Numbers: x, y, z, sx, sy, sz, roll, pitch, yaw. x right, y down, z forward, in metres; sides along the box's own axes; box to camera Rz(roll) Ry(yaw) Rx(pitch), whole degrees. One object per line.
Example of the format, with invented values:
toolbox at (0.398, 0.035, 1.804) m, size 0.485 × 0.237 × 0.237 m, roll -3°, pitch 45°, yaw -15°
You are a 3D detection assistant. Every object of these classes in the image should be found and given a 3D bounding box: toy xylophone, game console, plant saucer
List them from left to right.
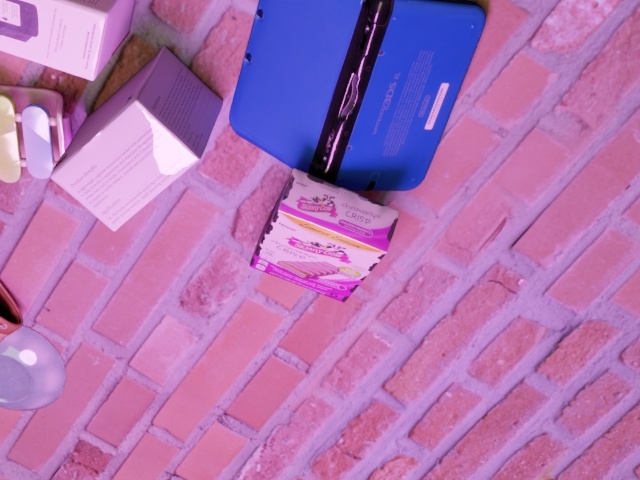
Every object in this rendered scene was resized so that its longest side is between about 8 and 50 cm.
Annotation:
toy xylophone at (-0.506, -0.185, 1.536) m, size 0.322 × 0.081 × 0.236 m, roll -2°, pitch 121°, yaw 9°
plant saucer at (-0.531, 0.225, 1.818) m, size 0.194 × 0.037 × 0.195 m, roll 4°, pitch 121°, yaw 6°
game console at (0.044, -0.231, 1.463) m, size 0.250 × 0.173 × 0.293 m, roll -1°, pitch 128°, yaw -28°

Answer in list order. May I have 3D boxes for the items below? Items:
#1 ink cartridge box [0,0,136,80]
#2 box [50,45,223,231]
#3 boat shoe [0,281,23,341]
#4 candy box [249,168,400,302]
ink cartridge box at (-0.373, -0.316, 1.383) m, size 0.237 × 0.172 × 0.100 m, roll 18°, pitch 122°, yaw -3°
box at (-0.248, -0.141, 1.468) m, size 0.181 × 0.182 × 0.119 m, roll -36°, pitch 112°, yaw 26°
boat shoe at (-0.576, 0.034, 1.669) m, size 0.119 × 0.123 × 0.324 m, roll -19°, pitch 125°, yaw 12°
candy box at (0.000, 0.000, 1.517) m, size 0.159 × 0.071 × 0.233 m, roll 21°, pitch 156°, yaw -5°
